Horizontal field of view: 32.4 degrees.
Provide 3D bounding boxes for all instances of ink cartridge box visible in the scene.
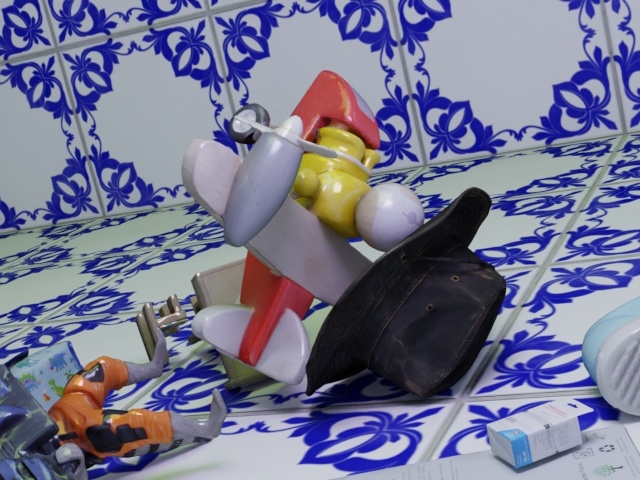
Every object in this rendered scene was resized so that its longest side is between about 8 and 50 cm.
[{"bbox_3d":[0.113,0.241,0.929,0.333,0.065,0.165,-11,13,7],"label":"ink cartridge box"},{"bbox_3d":[0.195,0.167,0.964,0.083,0.028,0.048,-17,13,-15],"label":"ink cartridge box"}]

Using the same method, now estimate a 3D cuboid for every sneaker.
[{"bbox_3d":[0.448,0.071,1.162,0.366,0.135,0.150,-13,16,-2],"label":"sneaker"}]

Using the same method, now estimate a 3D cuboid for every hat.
[{"bbox_3d":[0.133,0.101,1.321,0.331,0.134,0.331,-42,-19,-18],"label":"hat"}]

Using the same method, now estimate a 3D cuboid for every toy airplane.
[{"bbox_3d":[0.000,0.000,1.389,0.273,0.384,0.386,-5,17,32],"label":"toy airplane"}]

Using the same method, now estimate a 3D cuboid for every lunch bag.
[{"bbox_3d":[-0.425,0.215,1.565,0.151,0.096,0.129,-24,8,34],"label":"lunch bag"}]

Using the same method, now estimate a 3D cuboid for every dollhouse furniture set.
[{"bbox_3d":[-0.130,0.135,1.591,0.212,0.161,0.242,-18,-9,-20],"label":"dollhouse furniture set"}]

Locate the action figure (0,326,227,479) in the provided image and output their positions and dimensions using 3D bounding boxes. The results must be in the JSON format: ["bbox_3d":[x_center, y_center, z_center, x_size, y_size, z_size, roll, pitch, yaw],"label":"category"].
[{"bbox_3d":[-0.262,0.252,1.200,0.330,0.178,0.341,-25,43,-20],"label":"action figure"}]
